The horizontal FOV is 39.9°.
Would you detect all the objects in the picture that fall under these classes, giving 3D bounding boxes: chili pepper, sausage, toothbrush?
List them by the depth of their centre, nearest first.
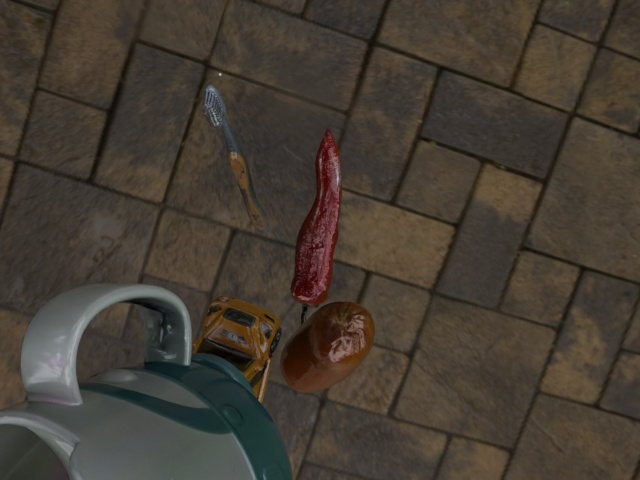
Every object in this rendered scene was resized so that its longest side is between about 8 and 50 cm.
[{"bbox_3d":[0.006,0.112,0.914,0.076,0.197,0.076,4,69,-12],"label":"sausage"},{"bbox_3d":[0.000,0.000,1.062,0.059,0.051,0.267,6,96,-48],"label":"chili pepper"},{"bbox_3d":[-0.099,-0.088,1.093,0.023,0.321,0.031,4,65,11],"label":"toothbrush"}]

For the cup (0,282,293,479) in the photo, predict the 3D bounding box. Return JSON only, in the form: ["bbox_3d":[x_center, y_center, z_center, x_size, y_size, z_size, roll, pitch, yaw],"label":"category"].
[{"bbox_3d":[-0.150,0.176,0.660,0.219,0.258,0.289,-1,95,23],"label":"cup"}]

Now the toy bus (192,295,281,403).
[{"bbox_3d":[-0.107,0.163,0.973,0.083,0.088,0.194,19,116,12],"label":"toy bus"}]
